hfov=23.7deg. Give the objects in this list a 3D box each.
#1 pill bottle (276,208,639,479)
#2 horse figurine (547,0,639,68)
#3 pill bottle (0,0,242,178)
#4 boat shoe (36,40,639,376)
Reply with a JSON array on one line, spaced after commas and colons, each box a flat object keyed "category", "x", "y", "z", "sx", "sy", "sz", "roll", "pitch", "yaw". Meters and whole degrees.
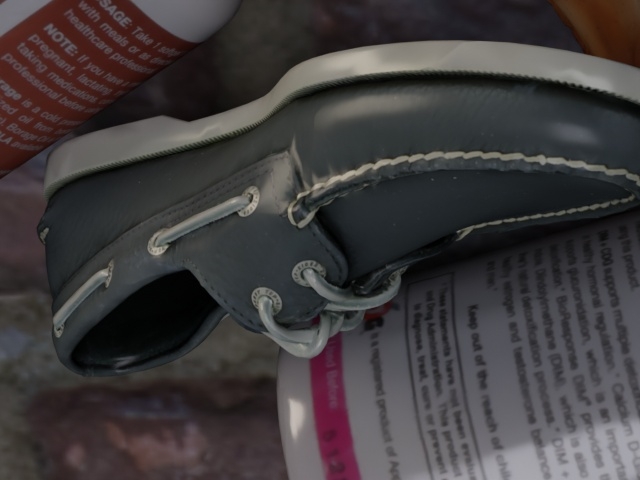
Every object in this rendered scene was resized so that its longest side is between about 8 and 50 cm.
[{"category": "pill bottle", "x": 0.139, "y": 0.067, "z": 0.616, "sx": 0.283, "sy": 0.160, "sz": 0.160, "roll": -16, "pitch": 106, "yaw": 14}, {"category": "horse figurine", "x": 0.050, "y": -0.154, "z": 0.533, "sx": 0.263, "sy": 0.066, "sz": 0.174, "roll": 35, "pitch": 156, "yaw": 22}, {"category": "pill bottle", "x": -0.109, "y": -0.111, "z": 0.616, "sx": 0.216, "sy": 0.121, "sz": 0.121, "roll": -31, "pitch": 102, "yaw": 17}, {"category": "boat shoe", "x": 0.000, "y": 0.000, "z": 0.573, "sx": 0.319, "sy": 0.116, "sz": 0.099, "roll": -8, "pitch": 70, "yaw": 46}]
